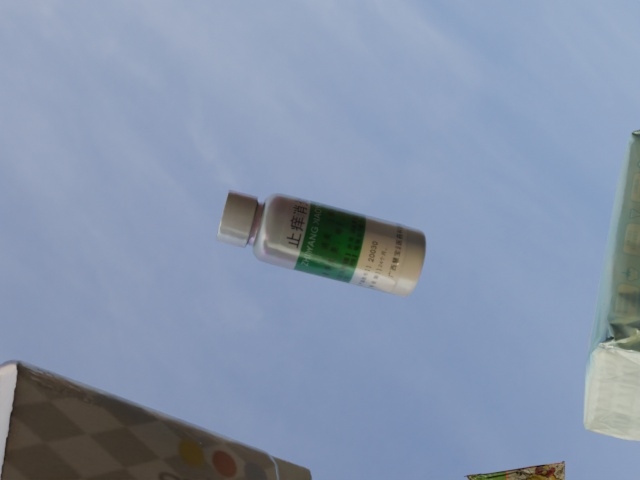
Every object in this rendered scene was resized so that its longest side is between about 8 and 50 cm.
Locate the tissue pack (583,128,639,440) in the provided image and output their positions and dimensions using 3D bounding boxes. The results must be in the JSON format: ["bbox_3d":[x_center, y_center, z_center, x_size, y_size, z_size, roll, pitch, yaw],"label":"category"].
[{"bbox_3d":[0.324,0.044,0.829,0.089,0.177,0.263,10,-124,20],"label":"tissue pack"}]

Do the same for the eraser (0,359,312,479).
[{"bbox_3d":[-0.172,0.269,0.904,0.397,0.082,0.213,29,-149,-31],"label":"eraser"}]

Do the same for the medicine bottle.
[{"bbox_3d":[0.000,0.000,1.059,0.260,0.095,0.095,13,-126,-6],"label":"medicine bottle"}]

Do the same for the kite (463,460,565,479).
[{"bbox_3d":[0.254,0.394,1.152,0.244,0.006,0.198,-45,-76,3],"label":"kite"}]
